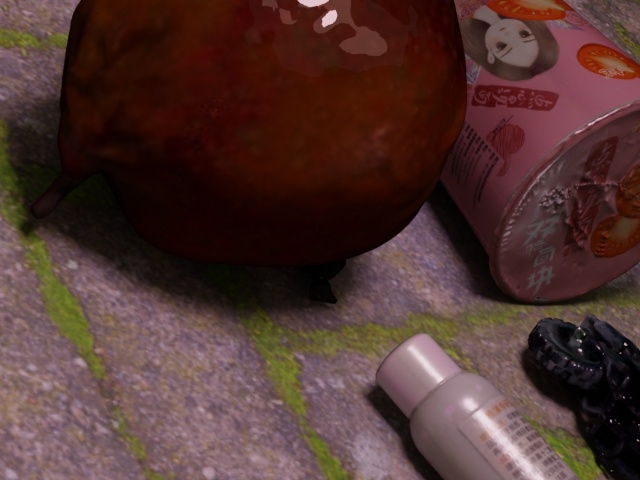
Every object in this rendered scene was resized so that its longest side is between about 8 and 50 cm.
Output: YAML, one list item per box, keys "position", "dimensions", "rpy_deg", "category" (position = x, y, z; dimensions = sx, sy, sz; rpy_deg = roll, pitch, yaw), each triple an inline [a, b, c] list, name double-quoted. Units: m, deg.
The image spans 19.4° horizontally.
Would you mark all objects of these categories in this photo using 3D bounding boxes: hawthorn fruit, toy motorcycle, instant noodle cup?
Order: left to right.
- position: [-0.046, -0.127, 1.458]
  dimensions: [0.325, 0.308, 0.308]
  rpy_deg: [11, 41, -23]
  category: "hawthorn fruit"
- position: [0.201, -0.103, 1.722]
  dimensions: [0.243, 0.243, 0.231]
  rpy_deg: [3, 39, -41]
  category: "instant noodle cup"
- position: [0.302, 0.154, 1.604]
  dimensions: [0.159, 0.106, 0.270]
  rpy_deg: [-1, 38, -49]
  category: "toy motorcycle"

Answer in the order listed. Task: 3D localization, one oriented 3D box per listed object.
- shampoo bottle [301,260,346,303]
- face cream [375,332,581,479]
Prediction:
- position: [0.000, 0.000, 1.575]
  dimensions: [0.048, 0.027, 0.137]
  rpy_deg: [23, 36, -17]
  category: "shampoo bottle"
- position: [0.146, 0.183, 1.440]
  dimensions: [0.269, 0.082, 0.082]
  rpy_deg: [48, 34, 17]
  category: "face cream"
